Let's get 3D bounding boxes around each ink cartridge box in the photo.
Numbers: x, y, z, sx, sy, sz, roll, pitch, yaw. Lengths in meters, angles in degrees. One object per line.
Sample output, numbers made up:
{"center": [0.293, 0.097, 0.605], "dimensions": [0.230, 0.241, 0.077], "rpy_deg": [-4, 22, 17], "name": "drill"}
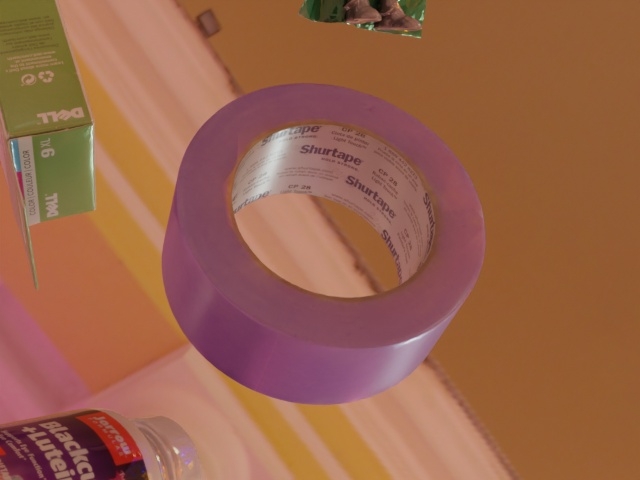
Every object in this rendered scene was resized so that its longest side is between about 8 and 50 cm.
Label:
{"center": [-0.201, -0.084, 0.815], "dimensions": [0.109, 0.062, 0.209], "rpy_deg": [106, -33, -56], "name": "ink cartridge box"}

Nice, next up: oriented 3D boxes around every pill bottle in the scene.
{"center": [-0.167, 0.163, 0.713], "dimensions": [0.108, 0.193, 0.108], "rpy_deg": [1, -88, 36], "name": "pill bottle"}

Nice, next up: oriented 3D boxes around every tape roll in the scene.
{"center": [0.000, 0.000, 0.703], "dimensions": [0.189, 0.189, 0.080], "rpy_deg": [34, -34, 6], "name": "tape roll"}

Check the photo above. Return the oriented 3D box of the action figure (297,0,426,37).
{"center": [0.046, -0.270, 0.815], "dimensions": [0.063, 0.137, 0.232], "rpy_deg": [6, -85, 38], "name": "action figure"}
